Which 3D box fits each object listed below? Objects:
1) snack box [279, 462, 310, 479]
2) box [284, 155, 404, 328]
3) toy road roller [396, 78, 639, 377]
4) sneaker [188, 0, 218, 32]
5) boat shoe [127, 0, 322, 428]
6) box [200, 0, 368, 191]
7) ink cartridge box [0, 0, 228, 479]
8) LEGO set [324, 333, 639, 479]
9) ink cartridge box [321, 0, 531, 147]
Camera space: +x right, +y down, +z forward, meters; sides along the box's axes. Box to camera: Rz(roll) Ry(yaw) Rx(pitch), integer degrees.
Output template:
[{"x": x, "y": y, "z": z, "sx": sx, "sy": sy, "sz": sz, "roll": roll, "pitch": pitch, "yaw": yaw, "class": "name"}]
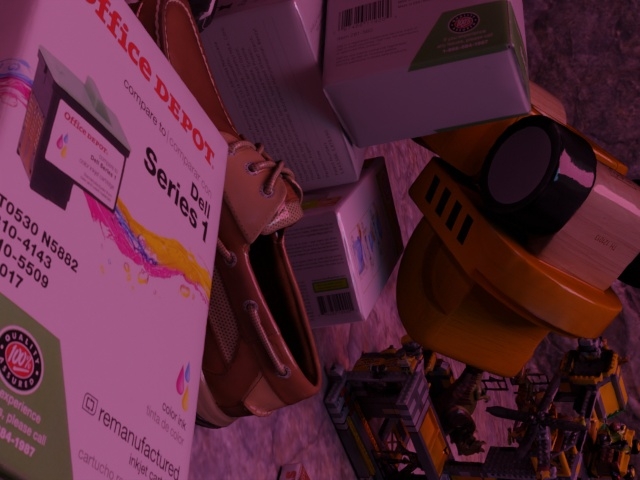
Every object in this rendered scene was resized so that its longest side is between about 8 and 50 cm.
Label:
[{"x": -0.030, "y": 0.280, "z": 0.876, "sx": 0.178, "sy": 0.022, "sz": 0.064, "roll": -75, "pitch": 151, "yaw": -51, "class": "snack box"}, {"x": 0.000, "y": 0.000, "z": 0.958, "sx": 0.203, "sy": 0.114, "sz": 0.103, "roll": -50, "pitch": 128, "yaw": -66, "class": "box"}, {"x": 0.167, "y": -0.023, "z": 0.993, "sx": 0.203, "sy": 0.240, "sz": 0.329, "roll": 24, "pitch": 21, "yaw": -32, "class": "toy road roller"}, {"x": -0.107, "y": -0.252, "z": 0.851, "sx": 0.077, "sy": 0.072, "sz": 0.178, "roll": 36, "pitch": 51, "yaw": -73, "class": "sneaker"}, {"x": -0.069, "y": -0.023, "z": 0.765, "sx": 0.122, "sy": 0.120, "sz": 0.323, "roll": -34, "pitch": 113, "yaw": -69, "class": "boat shoe"}, {"x": -0.030, "y": -0.162, "z": 0.946, "sx": 0.181, "sy": 0.119, "sz": 0.181, "roll": -72, "pitch": 146, "yaw": -54, "class": "box"}, {"x": -0.150, "y": 0.008, "z": 0.524, "sx": 0.201, "sy": 0.117, "sz": 0.278, "roll": 56, "pitch": 30, "yaw": -50, "class": "ink cartridge box"}, {"x": 0.164, "y": 0.154, "z": 1.102, "sx": 0.255, "sy": 0.331, "sz": 0.192, "roll": -51, "pitch": 130, "yaw": -39, "class": "LEGO set"}, {"x": 0.093, "y": -0.205, "z": 0.890, "sx": 0.092, "sy": 0.160, "sz": 0.219, "roll": 56, "pitch": 32, "yaw": -50, "class": "ink cartridge box"}]
